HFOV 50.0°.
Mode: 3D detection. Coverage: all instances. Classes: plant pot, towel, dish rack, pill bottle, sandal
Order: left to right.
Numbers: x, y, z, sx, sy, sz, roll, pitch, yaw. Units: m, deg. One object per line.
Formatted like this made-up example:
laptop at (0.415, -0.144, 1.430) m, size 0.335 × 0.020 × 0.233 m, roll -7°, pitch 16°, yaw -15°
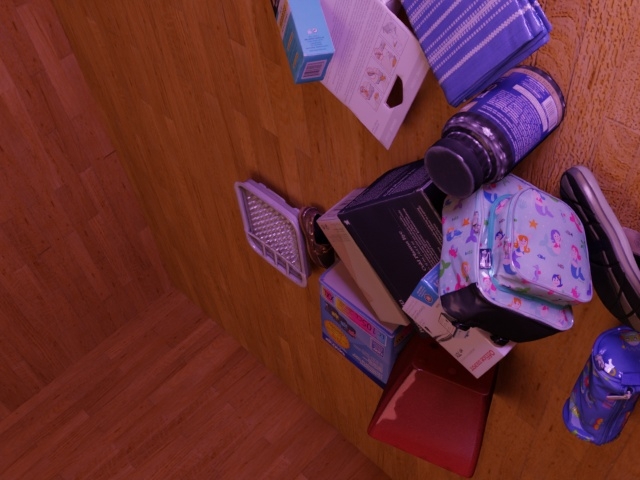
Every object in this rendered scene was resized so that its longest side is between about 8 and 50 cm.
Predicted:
dish rack at (-0.130, -0.031, 2.098) m, size 0.285 × 0.072 × 0.333 m, roll 36°, pitch 153°, yaw 30°
plant pot at (0.295, 0.351, 1.648) m, size 0.267 × 0.267 × 0.236 m, roll 20°, pitch 129°, yaw 11°
towel at (0.188, -0.384, 0.989) m, size 0.336 × 0.040 × 0.243 m, roll 67°, pitch 158°, yaw 5°
pill bottle at (0.263, -0.163, 1.045) m, size 0.123 × 0.219 × 0.123 m, roll 39°, pitch 154°, yaw 23°
sandal at (0.481, 0.013, 1.095) m, size 0.120 × 0.086 × 0.303 m, roll 176°, pitch 71°, yaw -81°

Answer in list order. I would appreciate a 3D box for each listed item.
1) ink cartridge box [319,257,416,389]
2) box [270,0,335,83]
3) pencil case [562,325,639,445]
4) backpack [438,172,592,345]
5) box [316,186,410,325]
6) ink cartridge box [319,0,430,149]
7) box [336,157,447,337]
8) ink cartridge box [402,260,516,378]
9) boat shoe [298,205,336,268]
ink cartridge box at (0.141, 0.248, 1.947) m, size 0.270 × 0.151 × 0.395 m, roll 37°, pitch 155°, yaw 26°
box at (-0.043, -0.422, 1.263) m, size 0.100 × 0.060 × 0.244 m, roll 124°, pitch 132°, yaw -68°
pencil case at (0.552, 0.288, 1.315) m, size 0.119 × 0.133 × 0.306 m, roll 6°, pitch 143°, yaw 11°
backpack at (0.307, 0.013, 1.106) m, size 0.225 × 0.254 × 0.191 m, roll 21°, pitch 144°, yaw -28°
box at (0.145, 0.037, 1.635) m, size 0.311 × 0.148 × 0.121 m, roll 58°, pitch 156°, yaw -15°
ink cartridge box at (0.093, -0.345, 1.262) m, size 0.261 × 0.066 × 0.296 m, roll 47°, pitch 156°, yaw 10°
box at (0.253, 0.013, 1.368) m, size 0.343 × 0.179 × 0.312 m, roll 55°, pitch 154°, yaw -12°
ink cartridge box at (0.256, 0.138, 1.231) m, size 0.190 × 0.082 × 0.140 m, roll 44°, pitch 154°, yaw 15°
boat shoe at (0.000, 0.000, 1.915) m, size 0.073 × 0.073 × 0.207 m, roll 22°, pitch 144°, yaw 50°
